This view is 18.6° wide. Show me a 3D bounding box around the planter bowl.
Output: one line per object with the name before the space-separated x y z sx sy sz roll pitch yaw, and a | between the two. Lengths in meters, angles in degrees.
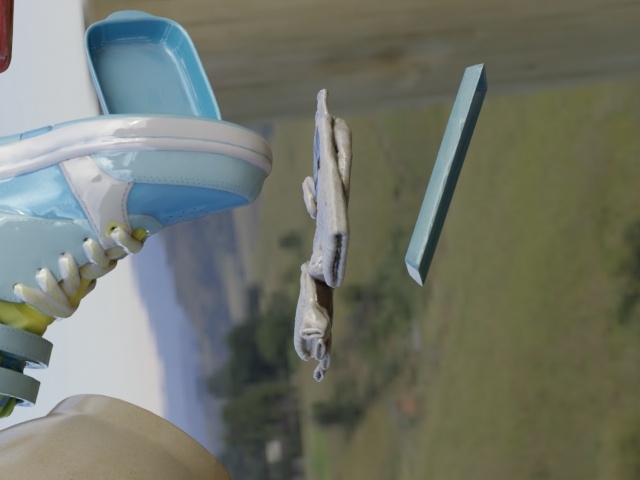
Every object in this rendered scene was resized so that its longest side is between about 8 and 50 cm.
planter bowl | -0.097 0.134 0.811 0.109 0.162 0.162 -57 -22 -34

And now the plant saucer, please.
plant saucer | 0.109 -0.058 1.688 0.067 0.018 0.192 63 -137 -74

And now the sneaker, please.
sneaker | -0.182 0.031 1.352 0.127 0.319 0.208 50 -147 -71

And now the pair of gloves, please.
pair of gloves | 0.000 0.000 1.870 0.240 0.042 0.204 97 177 -49

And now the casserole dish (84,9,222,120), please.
casserole dish | -0.167 -0.146 1.913 0.037 0.114 0.188 112 144 -49

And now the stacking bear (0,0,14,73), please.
stacking bear | -0.274 -0.177 0.815 0.175 0.289 0.164 102 167 -58
